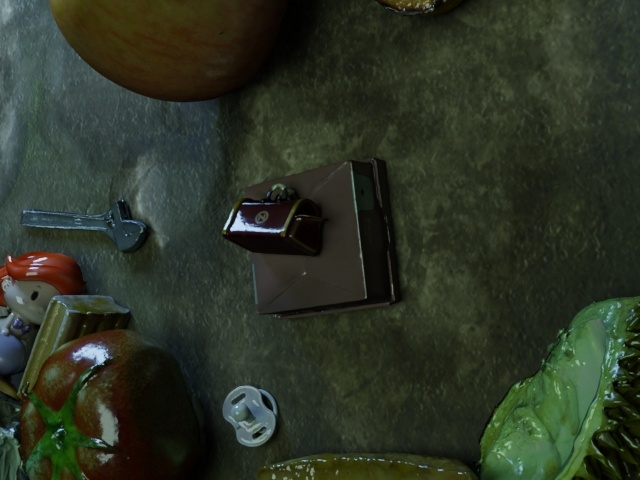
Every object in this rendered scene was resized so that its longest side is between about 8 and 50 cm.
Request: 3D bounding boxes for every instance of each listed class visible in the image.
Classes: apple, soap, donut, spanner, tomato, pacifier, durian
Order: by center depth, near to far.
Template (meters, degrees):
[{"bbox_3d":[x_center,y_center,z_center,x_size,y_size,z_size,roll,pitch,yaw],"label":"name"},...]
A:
[{"bbox_3d":[0.290,0.233,1.313,0.198,0.163,0.394,54,138,19],"label":"durian"},{"bbox_3d":[0.162,-0.387,1.490,0.146,0.078,0.181,22,94,32],"label":"donut"},{"bbox_3d":[-0.231,-0.388,1.589,0.364,0.364,0.363,-2,87,35],"label":"apple"},{"bbox_3d":[-0.111,0.264,1.652,0.081,0.078,0.099,-38,65,4],"label":"pacifier"},{"bbox_3d":[-0.321,0.298,1.697,0.303,0.239,0.303,-1,88,40],"label":"tomato"},{"bbox_3d":[-0.425,0.210,1.832,0.073,0.140,0.232,32,106,35],"label":"soap"},{"bbox_3d":[-0.424,-0.030,1.912,0.325,0.026,0.093,4,91,36],"label":"spanner"}]

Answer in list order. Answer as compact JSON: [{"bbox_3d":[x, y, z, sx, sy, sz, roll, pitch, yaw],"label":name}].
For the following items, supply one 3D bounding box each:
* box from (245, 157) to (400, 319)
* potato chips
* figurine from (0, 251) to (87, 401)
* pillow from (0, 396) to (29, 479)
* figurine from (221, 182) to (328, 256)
[{"bbox_3d":[0.000,0.000,1.578,0.215,0.086,0.215,-10,83,34],"label":"box"},{"bbox_3d":[0.072,0.333,1.521,0.407,0.080,0.057,-8,97,41],"label":"potato chips"},{"bbox_3d":[-0.537,0.129,1.886,0.181,0.208,0.257,32,75,-6],"label":"figurine"},{"bbox_3d":[-0.608,0.384,1.919,0.283,0.138,0.310,27,129,33],"label":"pillow"},{"bbox_3d":[-0.052,-0.033,1.527,0.154,0.082,0.098,0,68,35],"label":"figurine"}]
